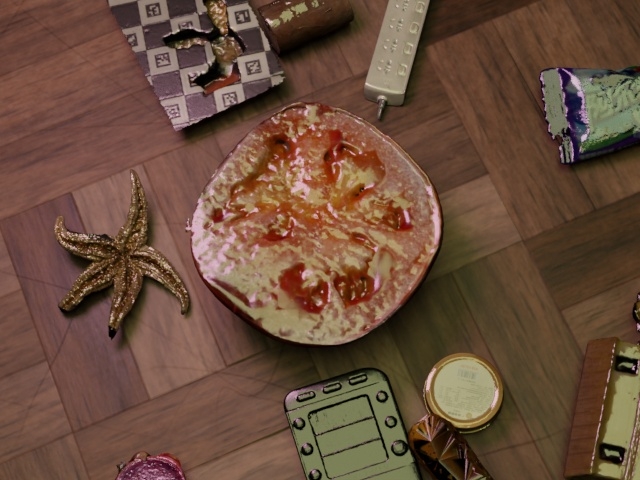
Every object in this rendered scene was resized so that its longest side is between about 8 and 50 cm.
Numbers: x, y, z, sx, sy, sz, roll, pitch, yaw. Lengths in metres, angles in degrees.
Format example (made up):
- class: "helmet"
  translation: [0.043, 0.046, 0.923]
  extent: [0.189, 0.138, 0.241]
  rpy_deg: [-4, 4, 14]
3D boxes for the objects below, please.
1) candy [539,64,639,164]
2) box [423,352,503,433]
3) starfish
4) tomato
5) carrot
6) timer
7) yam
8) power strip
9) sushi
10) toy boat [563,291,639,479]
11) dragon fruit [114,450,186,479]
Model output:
- class: "candy"
  translation: [0.451, -0.194, 1.803]
  extent: [0.275, 0.070, 0.145]
  rpy_deg: [-9, 77, -2]
- class: "box"
  translation: [0.188, 0.201, 1.687]
  extent: [0.106, 0.037, 0.105]
  rpy_deg: [-1, 69, 4]
- class: "starfish"
  translation: [-0.271, 0.022, 1.778]
  extent: [0.213, 0.057, 0.238]
  rpy_deg: [16, 75, 1]
- class: "tomato"
  translation: [-0.004, 0.000, 1.720]
  extent: [0.338, 0.143, 0.338]
  rpy_deg: [0, 71, -1]
- class: "carrot"
  translation: [0.197, 0.318, 1.620]
  extent: [0.069, 0.069, 0.228]
  rpy_deg: [-37, 78, -10]
- class: "timer"
  translation: [0.043, 0.268, 1.665]
  extent: [0.144, 0.055, 0.187]
  rpy_deg: [-17, 73, -3]
- class: "yam"
  translation: [-0.024, -0.329, 1.876]
  extent: [0.127, 0.084, 0.084]
  rpy_deg: [-27, 70, -8]
- class: "power strip"
  translation: [0.115, -0.292, 1.881]
  extent: [0.060, 0.027, 0.252]
  rpy_deg: [13, 71, 9]
- class: "sushi"
  translation: [-0.182, -0.300, 1.896]
  extent: [0.193, 0.043, 0.279]
  rpy_deg: [-27, 70, -6]
- class: "toy boat"
  translation: [0.395, 0.245, 1.608]
  extent: [0.162, 0.136, 0.445]
  rpy_deg: [8, 71, 12]
- class: "dragon fruit"
  translation: [-0.215, 0.335, 1.652]
  extent: [0.112, 0.068, 0.126]
  rpy_deg: [-34, 56, -26]
